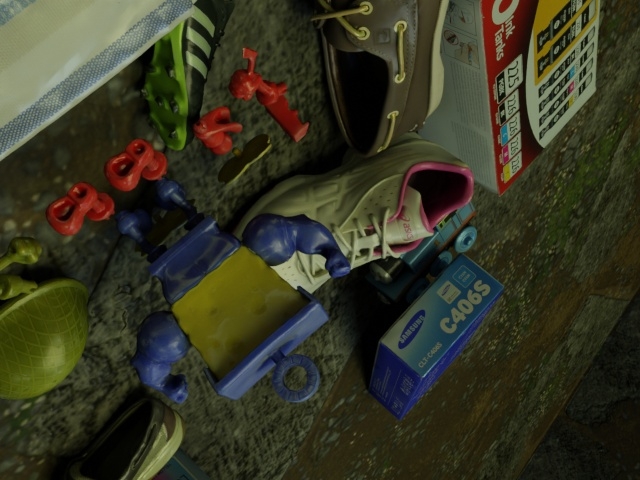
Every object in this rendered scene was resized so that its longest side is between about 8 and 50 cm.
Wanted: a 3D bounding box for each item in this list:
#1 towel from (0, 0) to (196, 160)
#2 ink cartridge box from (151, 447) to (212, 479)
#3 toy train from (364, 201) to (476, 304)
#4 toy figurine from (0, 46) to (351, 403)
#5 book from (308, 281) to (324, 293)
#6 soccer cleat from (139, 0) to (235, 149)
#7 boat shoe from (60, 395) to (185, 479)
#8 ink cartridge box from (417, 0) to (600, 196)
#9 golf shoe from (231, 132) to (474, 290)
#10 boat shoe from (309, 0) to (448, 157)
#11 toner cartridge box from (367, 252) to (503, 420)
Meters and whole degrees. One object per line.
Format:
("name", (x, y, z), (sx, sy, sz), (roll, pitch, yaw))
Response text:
("towel", (-0.205, -0.183, 0.428), (0.209, 0.034, 0.285), (-40, 142, -3))
("ink cartridge box", (-0.076, 0.466, 0.898), (0.151, 0.395, 0.270), (-37, 145, -26))
("toy train", (0.136, 0.004, 1.046), (0.184, 0.080, 0.105), (-47, 139, -6))
("toy figurine", (-0.100, 0.058, 0.601), (0.362, 0.217, 0.191), (-41, 172, -8))
("book", (0.000, 0.000, 0.907), (0.144, 0.035, 0.096), (-41, 140, -19))
("soccer cleat", (-0.101, -0.155, 0.601), (0.072, 0.060, 0.178), (-26, 136, -39))
("boat shoe", (-0.235, 0.254, 0.797), (0.223, 0.080, 0.073), (-49, 140, -20))
("ink cartridge box", (0.224, -0.255, 0.864), (0.272, 0.130, 0.309), (-46, 147, -15))
("golf shoe", (0.029, -0.019, 0.805), (0.306, 0.140, 0.115), (-37, 126, -20))
("boat shoe", (0.046, -0.201, 0.700), (0.096, 0.117, 0.324), (-47, 153, -18))
("toner cartridge box", (0.155, 0.153, 1.117), (0.165, 0.075, 0.348), (-46, 165, -16))
